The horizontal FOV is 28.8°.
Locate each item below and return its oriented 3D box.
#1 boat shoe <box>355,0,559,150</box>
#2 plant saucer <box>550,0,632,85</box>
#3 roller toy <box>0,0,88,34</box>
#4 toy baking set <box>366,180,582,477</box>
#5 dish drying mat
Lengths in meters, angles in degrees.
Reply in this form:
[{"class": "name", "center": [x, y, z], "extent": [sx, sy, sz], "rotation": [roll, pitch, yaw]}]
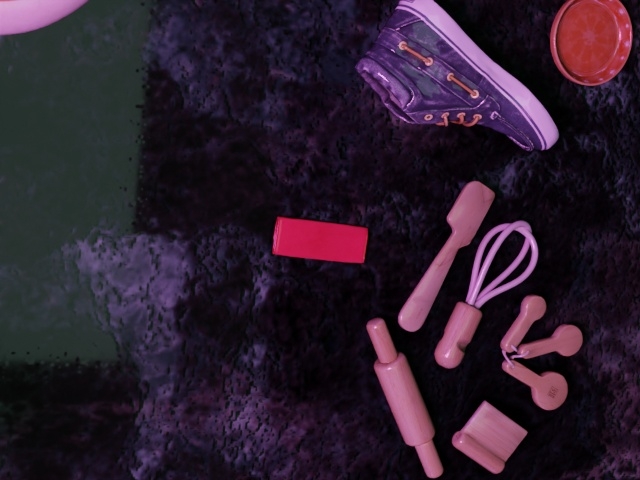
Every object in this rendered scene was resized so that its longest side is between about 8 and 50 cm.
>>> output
[{"class": "boat shoe", "center": [0.113, -0.117, 1.044], "extent": [0.183, 0.065, 0.083], "rotation": [40, 85, -18]}, {"class": "plant saucer", "center": [0.240, -0.180, 1.110], "extent": [0.083, 0.013, 0.083], "rotation": [-5, 103, -23]}, {"class": "roller toy", "center": [-0.224, -0.235, 0.826], "extent": [0.191, 0.146, 0.209], "rotation": [28, 88, -26]}, {"class": "toy baking set", "center": [0.132, 0.085, 1.110], "extent": [0.197, 0.030, 0.256], "rotation": [-33, 112, -17]}, {"class": "dish drying mat", "center": [0.000, 0.000, 1.045], "extent": [0.083, 0.008, 0.032], "rotation": [7, 97, -23]}]
